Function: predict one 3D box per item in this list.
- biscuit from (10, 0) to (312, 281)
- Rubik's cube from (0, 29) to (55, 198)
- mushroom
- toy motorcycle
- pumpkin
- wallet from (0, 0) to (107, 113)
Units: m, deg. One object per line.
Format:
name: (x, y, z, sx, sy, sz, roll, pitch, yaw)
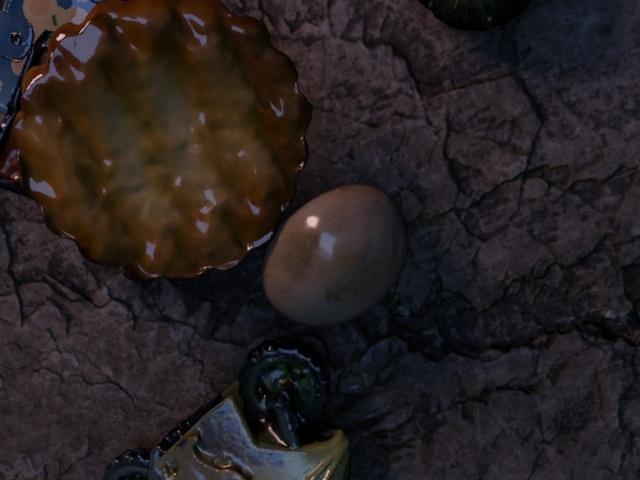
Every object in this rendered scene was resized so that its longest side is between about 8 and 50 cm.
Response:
biscuit: (-0.169, -0.112, 0.749, 0.326, 0.107, 0.325, -7, 111, -19)
Rubik's cube: (-0.301, -0.142, 0.841, 0.180, 0.167, 0.183, 20, 105, -25)
mushroom: (0.007, 0.017, 0.877, 0.206, 0.209, 0.206, -8, 104, -35)
toy motorcycle: (-0.124, 0.323, 0.941, 0.410, 0.169, 0.237, -38, 89, 16)
pumpkin: (0.188, -0.352, 0.797, 0.190, 0.146, 0.190, 6, 130, 7)
wallet: (-0.380, -0.261, 0.910, 0.141, 0.059, 0.202, 24, 103, -6)
